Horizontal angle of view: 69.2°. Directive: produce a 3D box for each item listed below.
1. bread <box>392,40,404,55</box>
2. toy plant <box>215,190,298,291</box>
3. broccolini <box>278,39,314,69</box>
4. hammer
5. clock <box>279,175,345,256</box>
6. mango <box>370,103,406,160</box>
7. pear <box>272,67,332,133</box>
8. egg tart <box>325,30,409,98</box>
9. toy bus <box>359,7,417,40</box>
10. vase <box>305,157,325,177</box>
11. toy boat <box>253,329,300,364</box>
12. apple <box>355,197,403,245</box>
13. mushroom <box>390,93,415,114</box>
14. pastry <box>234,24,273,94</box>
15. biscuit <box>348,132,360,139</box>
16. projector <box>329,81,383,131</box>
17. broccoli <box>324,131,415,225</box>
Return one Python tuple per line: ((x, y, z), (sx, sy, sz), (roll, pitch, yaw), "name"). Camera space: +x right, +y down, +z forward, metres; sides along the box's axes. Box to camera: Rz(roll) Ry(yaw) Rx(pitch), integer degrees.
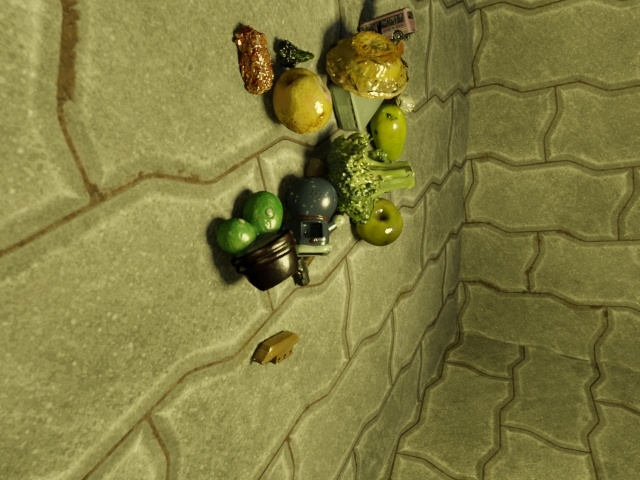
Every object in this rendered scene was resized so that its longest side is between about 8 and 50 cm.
((0.291, -0.778, 1.872), (0.076, 0.083, 0.070), (-59, 153, -29), "bread")
((-0.157, 0.000, 1.215), (0.218, 0.176, 0.235), (-37, 104, -44), "toy plant")
((-0.070, -0.536, 1.350), (0.201, 0.058, 0.073), (-50, 156, -67), "broccolini")
((0.000, 0.000, 1.620), (0.365, 0.044, 0.111), (-55, 141, -42), "hammer")
((-0.024, -0.074, 1.403), (0.146, 0.200, 0.243), (122, -31, -81), "clock")
((0.282, -0.432, 1.903), (0.293, 0.143, 0.175), (64, 25, -62), "mango")
((-0.050, -0.388, 1.283), (0.178, 0.178, 0.177), (-25, 119, -57), "pear")
((0.158, -0.577, 1.487), (0.294, 0.295, 0.116), (-59, 174, -35), "egg tart")
((0.236, -0.758, 1.667), (0.096, 0.199, 0.108), (-37, 118, -52), "toy bus")
((-0.024, -0.210, 1.497), (0.053, 0.053, 0.100), (30, 75, -60), "vase")
((-0.135, 0.340, 1.448), (0.201, 0.057, 0.077), (-15, 117, -59), "toy boat")
((0.232, -0.069, 1.864), (0.157, 0.197, 0.196), (87, 21, -69), "apple")
((0.344, -0.583, 1.980), (0.099, 0.096, 0.278), (45, 18, -8), "mushroom")
((-0.158, -0.455, 1.173), (0.087, 0.063, 0.169), (-46, 137, -43), "pastry")
((0.128, -0.342, 1.764), (0.140, 0.023, 0.118), (-35, 127, -54), "biscuit")
((0.133, -0.532, 1.643), (0.256, 0.099, 0.191), (-58, 145, -35), "projector")
((0.142, -0.212, 1.579), (0.338, 0.318, 0.276), (129, -44, -61), "broccoli")
